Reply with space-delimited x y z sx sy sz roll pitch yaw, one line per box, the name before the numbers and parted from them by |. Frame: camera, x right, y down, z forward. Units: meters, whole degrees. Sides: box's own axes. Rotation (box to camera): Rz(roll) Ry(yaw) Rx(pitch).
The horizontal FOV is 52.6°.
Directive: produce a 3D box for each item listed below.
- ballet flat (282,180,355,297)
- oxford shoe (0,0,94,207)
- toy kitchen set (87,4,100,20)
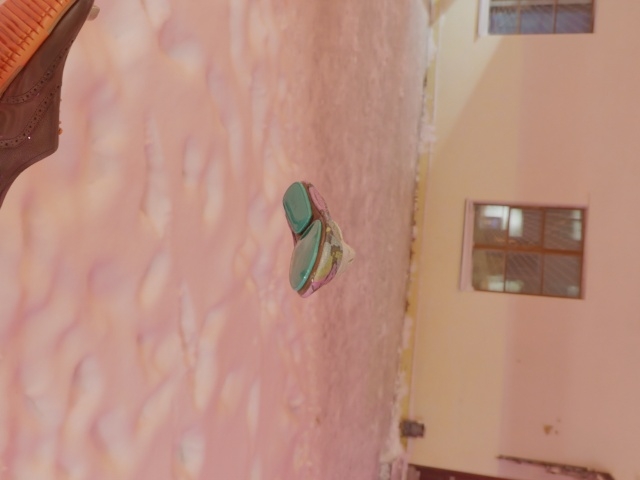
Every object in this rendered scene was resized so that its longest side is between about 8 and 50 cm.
ballet flat | 0.000 0.000 0.815 0.077 0.079 0.221 -51 -153 23
oxford shoe | -0.398 -0.197 0.864 0.363 0.130 0.133 -51 142 7
toy kitchen set | -0.557 -0.597 1.389 0.122 0.166 0.207 -9 127 -49
